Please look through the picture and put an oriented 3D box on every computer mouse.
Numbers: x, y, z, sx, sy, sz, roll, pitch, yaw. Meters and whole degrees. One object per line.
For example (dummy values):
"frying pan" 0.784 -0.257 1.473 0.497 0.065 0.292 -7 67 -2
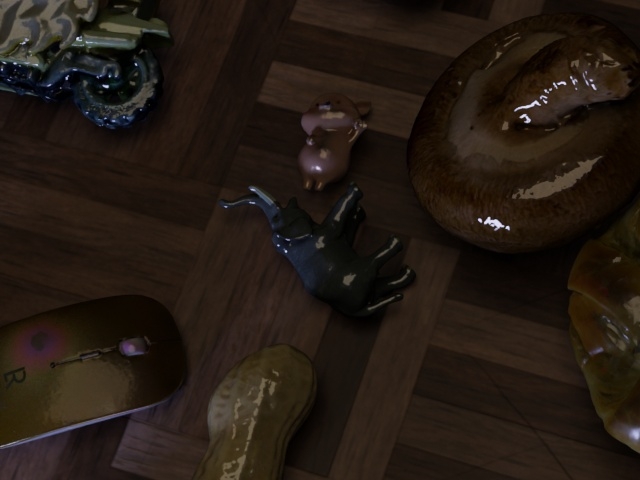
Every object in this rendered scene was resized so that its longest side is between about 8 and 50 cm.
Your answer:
"computer mouse" -0.326 0.168 2.042 0.310 0.072 0.158 -16 67 1

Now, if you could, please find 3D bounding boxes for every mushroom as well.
"mushroom" 0.264 -0.129 1.987 0.345 0.345 0.239 -24 106 -2

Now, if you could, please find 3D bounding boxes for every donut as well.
"donut" 0.450 0.091 1.852 0.360 0.170 0.360 -16 59 29

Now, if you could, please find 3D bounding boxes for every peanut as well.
"peanut" -0.090 0.243 1.950 0.123 0.123 0.257 20 75 17

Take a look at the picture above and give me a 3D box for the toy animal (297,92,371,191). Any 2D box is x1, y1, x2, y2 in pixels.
"toy animal" 0.009 -0.133 2.118 0.083 0.089 0.150 21 67 -5

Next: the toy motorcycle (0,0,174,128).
"toy motorcycle" -0.391 -0.298 2.205 0.410 0.169 0.237 17 77 10

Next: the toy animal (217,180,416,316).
"toy animal" 0.005 -0.008 2.056 0.137 0.082 0.269 -42 68 -11
